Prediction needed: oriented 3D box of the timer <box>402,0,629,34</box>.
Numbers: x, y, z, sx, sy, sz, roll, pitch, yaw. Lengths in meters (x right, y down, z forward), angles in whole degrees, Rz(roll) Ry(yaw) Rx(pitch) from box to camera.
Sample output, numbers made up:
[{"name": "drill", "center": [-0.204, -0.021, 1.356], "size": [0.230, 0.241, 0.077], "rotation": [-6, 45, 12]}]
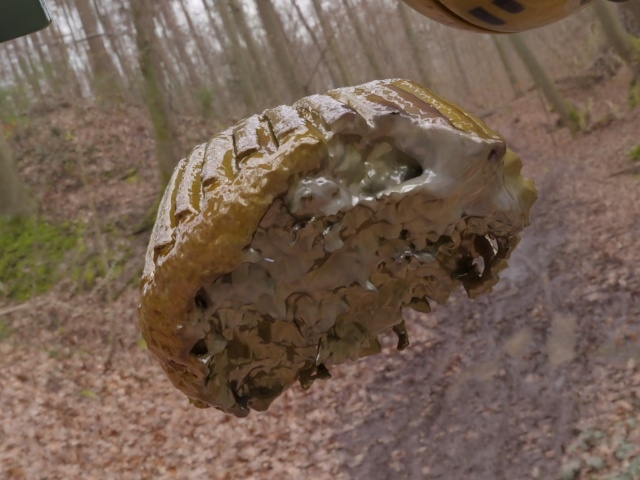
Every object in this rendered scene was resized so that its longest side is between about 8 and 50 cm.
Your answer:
[{"name": "timer", "center": [0.215, -0.376, 0.833], "size": [0.376, 0.376, 0.387], "rotation": [-17, 15, -32]}]

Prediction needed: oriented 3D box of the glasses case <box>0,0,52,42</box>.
[{"name": "glasses case", "center": [-0.404, -0.343, 1.041], "size": [0.077, 0.184, 0.039], "rotation": [-18, 25, 0]}]

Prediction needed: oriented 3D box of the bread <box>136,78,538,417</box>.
[{"name": "bread", "center": [0.000, 0.000, 0.570], "size": [0.274, 0.149, 0.274], "rotation": [-21, -35, -15]}]
